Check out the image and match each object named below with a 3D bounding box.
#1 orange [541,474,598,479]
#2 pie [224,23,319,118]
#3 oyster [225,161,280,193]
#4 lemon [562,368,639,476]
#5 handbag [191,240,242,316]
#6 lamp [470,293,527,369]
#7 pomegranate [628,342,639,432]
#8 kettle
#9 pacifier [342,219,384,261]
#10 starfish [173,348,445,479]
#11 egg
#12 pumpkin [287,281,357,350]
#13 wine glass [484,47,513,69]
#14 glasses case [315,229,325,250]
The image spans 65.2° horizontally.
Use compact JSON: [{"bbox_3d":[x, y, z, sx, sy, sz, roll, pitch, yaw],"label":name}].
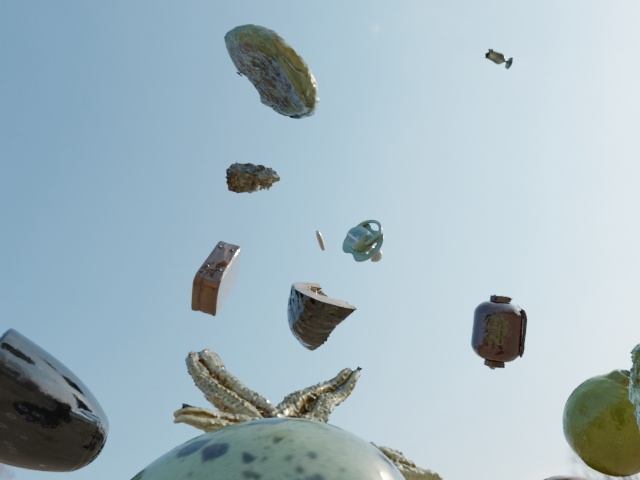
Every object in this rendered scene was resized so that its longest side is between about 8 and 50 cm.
[{"bbox_3d":[0.637,0.692,1.194,0.283,0.226,0.284,13,-34,9],"label":"orange"},{"bbox_3d":[-0.120,-0.417,1.252,0.067,0.302,0.302,-48,-42,-13],"label":"pie"},{"bbox_3d":[-0.215,-0.200,1.602,0.177,0.105,0.056,8,-20,-16],"label":"oyster"},{"bbox_3d":[0.625,0.394,1.081,0.184,0.184,0.249,-2,-81,-16],"label":"lemon"},{"bbox_3d":[-0.273,0.102,1.320,0.072,0.193,0.151,15,-56,1],"label":"handbag"},{"bbox_3d":[0.610,0.315,1.708,0.180,0.258,0.180,6,-6,1],"label":"lamp"},{"bbox_3d":[0.539,0.246,0.642,0.260,0.341,0.260,16,-36,12],"label":"pomegranate"},{"bbox_3d":[-0.563,0.343,0.974,0.268,0.207,0.290,-32,-63,35],"label":"kettle"},{"bbox_3d":[0.133,0.011,1.365,0.116,0.150,0.127,41,-98,-31],"label":"pacifier"},{"bbox_3d":[-0.031,0.292,0.842,0.431,0.324,0.083,12,-81,-6],"label":"starfish"},{"bbox_3d":[-0.068,0.351,0.564,0.379,0.288,0.288,-3,-43,2],"label":"egg"},{"bbox_3d":[-0.033,0.197,1.226,0.111,0.278,0.163,13,-88,-23],"label":"pumpkin"},{"bbox_3d":[0.540,-0.551,1.516,0.083,0.042,0.039,17,-16,-17],"label":"wine glass"},{"bbox_3d":[0.000,0.000,1.883,0.021,0.032,0.083,-18,-69,1],"label":"glasses case"}]
